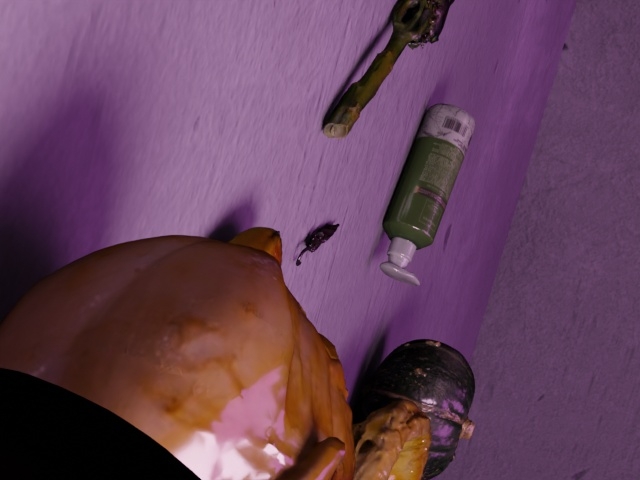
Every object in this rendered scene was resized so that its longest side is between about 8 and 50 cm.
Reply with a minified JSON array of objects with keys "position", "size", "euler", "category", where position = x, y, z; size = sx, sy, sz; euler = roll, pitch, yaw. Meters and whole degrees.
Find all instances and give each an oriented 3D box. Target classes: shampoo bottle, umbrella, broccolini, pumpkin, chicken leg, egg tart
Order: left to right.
[{"position":[-0.128,0.195,0.565],"size":[0.409,0.182,0.295],"euler":[-61,180,-14],"category":"chicken leg"},{"position":[0.001,-0.003,1.098],"size":[0.022,0.013,0.122],"euler":[-65,172,23],"category":"umbrella"},{"position":[0.020,0.288,1.325],"size":[0.294,0.123,0.294],"euler":[21,90,-75],"category":"egg tart"},{"position":[0.054,-0.166,1.095],"size":[0.058,0.071,0.254],"euler":[-26,-161,45],"category":"broccolini"},{"position":[0.121,0.217,1.582],"size":[0.190,0.146,0.190],"euler":[-50,174,-7],"category":"pumpkin"},{"position":[0.116,-0.050,1.396],"size":[0.065,0.065,0.204],"euler":[74,36,-67],"category":"shampoo bottle"}]

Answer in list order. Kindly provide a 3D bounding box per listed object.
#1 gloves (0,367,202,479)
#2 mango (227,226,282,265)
[{"position":[-0.148,0.208,0.364],"size":[0.356,0.203,0.155],"euler":[-60,-166,-3],"category":"gloves"},{"position":[-0.061,0.058,0.815],"size":[0.101,0.066,0.187],"euler":[81,22,-45],"category":"mango"}]
